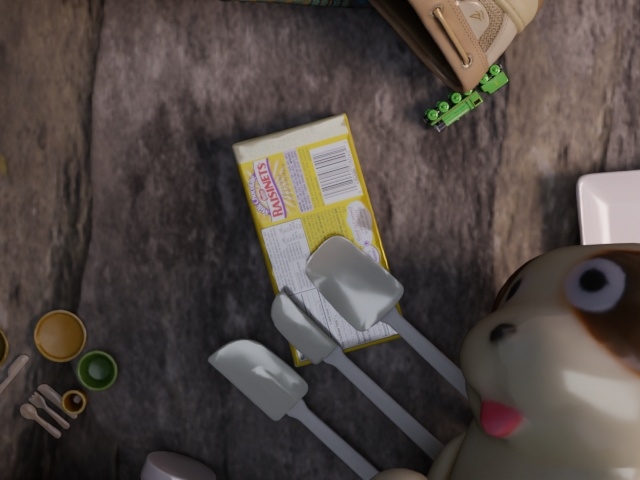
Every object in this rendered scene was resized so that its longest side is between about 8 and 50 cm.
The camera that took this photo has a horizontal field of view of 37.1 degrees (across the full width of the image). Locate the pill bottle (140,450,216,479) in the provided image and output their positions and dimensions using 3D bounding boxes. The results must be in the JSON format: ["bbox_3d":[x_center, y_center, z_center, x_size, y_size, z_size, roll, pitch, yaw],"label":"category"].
[{"bbox_3d":[-0.145,0.268,0.836,0.086,0.086,0.151,20,93,0],"label":"pill bottle"}]

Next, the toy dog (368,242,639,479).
[{"bbox_3d":[0.228,0.203,0.718,0.396,0.284,0.407,-12,100,-20],"label":"toy dog"}]

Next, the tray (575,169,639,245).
[{"bbox_3d":[0.362,0.002,0.840,0.271,0.030,0.145,-5,94,1],"label":"tray"}]

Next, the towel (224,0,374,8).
[{"bbox_3d":[-0.092,-0.322,0.733,0.370,0.040,0.271,-2,111,-22],"label":"towel"}]

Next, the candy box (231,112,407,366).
[{"bbox_3d":[0.000,0.000,0.846,0.105,0.027,0.205,-15,94,3],"label":"candy box"}]

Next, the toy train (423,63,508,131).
[{"bbox_3d":[0.129,-0.125,0.843,0.083,0.017,0.023,-36,103,3],"label":"toy train"}]

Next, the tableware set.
[{"bbox_3d":[-0.263,0.100,0.859,0.154,0.024,0.104,41,93,-1],"label":"tableware set"}]

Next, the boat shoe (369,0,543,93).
[{"bbox_3d":[0.033,-0.234,0.727,0.341,0.122,0.110,32,95,-30],"label":"boat shoe"}]

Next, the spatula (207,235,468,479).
[{"bbox_3d":[0.045,0.127,0.838,0.242,0.019,0.168,43,96,-10],"label":"spatula"}]
